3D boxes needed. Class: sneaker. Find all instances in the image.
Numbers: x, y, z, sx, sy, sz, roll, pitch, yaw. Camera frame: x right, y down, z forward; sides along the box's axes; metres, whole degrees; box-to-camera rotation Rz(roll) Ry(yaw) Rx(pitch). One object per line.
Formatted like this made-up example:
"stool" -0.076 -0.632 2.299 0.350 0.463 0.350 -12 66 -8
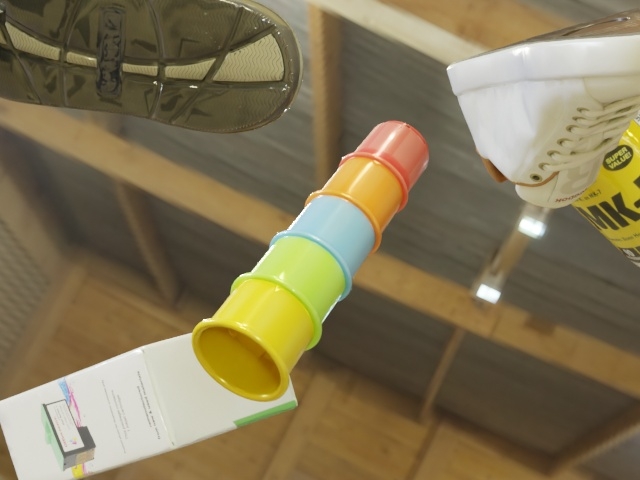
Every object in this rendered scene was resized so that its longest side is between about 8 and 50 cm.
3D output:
"sneaker" 0.183 -0.087 0.990 0.290 0.106 0.123 -178 -109 -75

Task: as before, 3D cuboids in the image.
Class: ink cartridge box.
"ink cartridge box" -0.200 0.186 1.643 0.278 0.117 0.201 -22 -6 41

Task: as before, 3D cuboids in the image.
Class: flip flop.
"flip flop" -0.135 -0.139 0.941 0.277 0.112 0.080 14 19 15

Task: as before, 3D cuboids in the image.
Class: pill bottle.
"pill bottle" 0.264 -0.080 1.318 0.208 0.119 0.119 41 -16 -19

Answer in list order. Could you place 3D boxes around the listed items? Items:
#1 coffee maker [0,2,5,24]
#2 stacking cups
"coffee maker" -0.273 -0.222 0.843 0.171 0.178 0.120 -10 32 -41
"stacking cups" 0.000 0.000 1.314 0.096 0.316 0.096 20 -39 17
